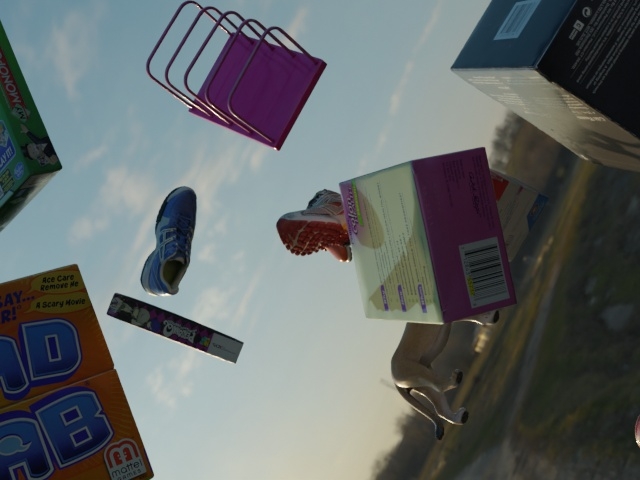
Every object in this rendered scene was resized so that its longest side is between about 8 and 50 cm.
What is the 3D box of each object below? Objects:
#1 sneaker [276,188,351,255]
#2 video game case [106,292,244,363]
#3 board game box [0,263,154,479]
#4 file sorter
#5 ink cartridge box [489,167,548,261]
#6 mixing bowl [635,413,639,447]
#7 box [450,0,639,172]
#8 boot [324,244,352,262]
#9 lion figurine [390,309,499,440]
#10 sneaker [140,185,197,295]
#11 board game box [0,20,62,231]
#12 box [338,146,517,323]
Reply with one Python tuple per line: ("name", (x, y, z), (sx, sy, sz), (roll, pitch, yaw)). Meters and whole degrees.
("sneaker", (-0.003, -0.035, 1.443), (0.088, 0.092, 0.225), (-46, -21, 29))
("video game case", (-0.240, 0.141, 1.382), (0.232, 0.210, 0.042), (160, 132, -76))
("board game box", (-0.533, 0.294, 1.355), (0.356, 0.356, 0.356), (-17, -10, -32))
("file sorter", (-0.181, -0.344, 1.717), (0.182, 0.291, 0.202), (32, -94, -50))
("ink cartridge box", (0.272, -0.049, 1.416), (0.231, 0.078, 0.134), (12, -70, -51))
("mixing bowl", (0.530, 0.291, 1.161), (0.098, 0.181, 0.181), (-75, -1, -55))
("box", (0.418, -0.254, 1.300), (0.179, 0.312, 0.343), (-58, 15, 4))
("boot", (0.000, 0.000, 1.793), (0.085, 0.158, 0.059), (-24, -38, -29))
("lion figurine", (0.225, 0.199, 1.783), (0.142, 0.240, 0.392), (41, -112, -49))
("sneaker", (-0.262, 0.005, 1.565), (0.080, 0.081, 0.211), (13, -88, -39))
("board game box", (-0.452, -0.116, 1.091), (0.046, 0.213, 0.317), (-19, -9, -46))
("box", (0.142, -0.002, 1.196), (0.243, 0.117, 0.213), (170, 87, -68))
